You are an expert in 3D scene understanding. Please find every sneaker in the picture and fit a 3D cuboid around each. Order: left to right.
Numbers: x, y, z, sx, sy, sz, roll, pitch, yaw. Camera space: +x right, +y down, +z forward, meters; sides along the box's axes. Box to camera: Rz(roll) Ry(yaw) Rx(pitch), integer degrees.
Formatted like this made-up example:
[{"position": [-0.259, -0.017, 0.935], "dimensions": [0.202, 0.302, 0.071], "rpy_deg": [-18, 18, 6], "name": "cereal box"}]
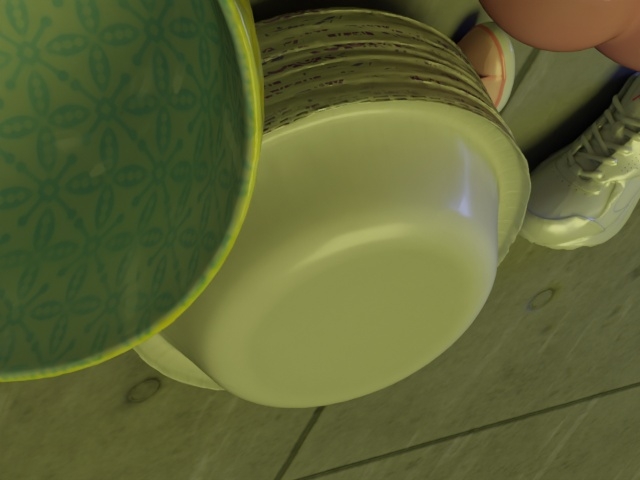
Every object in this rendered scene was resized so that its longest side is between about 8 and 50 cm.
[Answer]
[{"position": [0.086, -0.094, 1.128], "dimensions": [0.070, 0.051, 0.134], "rpy_deg": [-20, 152, -34], "name": "sneaker"}, {"position": [0.243, -0.083, 1.288], "dimensions": [0.232, 0.090, 0.115], "rpy_deg": [-33, 146, -20], "name": "sneaker"}]

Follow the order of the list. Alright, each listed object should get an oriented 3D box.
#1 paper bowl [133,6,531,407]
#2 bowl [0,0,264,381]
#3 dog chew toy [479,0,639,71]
[{"position": [0.000, 0.000, 1.038], "dimensions": [0.284, 0.148, 0.284], "rpy_deg": [-16, 144, -12], "name": "paper bowl"}, {"position": [-0.156, -0.094, 0.743], "dimensions": [0.289, 0.289, 0.156], "rpy_deg": [-50, -170, 26], "name": "bowl"}, {"position": [0.237, -0.192, 1.000], "dimensions": [0.332, 0.206, 0.206], "rpy_deg": [-10, 144, -24], "name": "dog chew toy"}]
